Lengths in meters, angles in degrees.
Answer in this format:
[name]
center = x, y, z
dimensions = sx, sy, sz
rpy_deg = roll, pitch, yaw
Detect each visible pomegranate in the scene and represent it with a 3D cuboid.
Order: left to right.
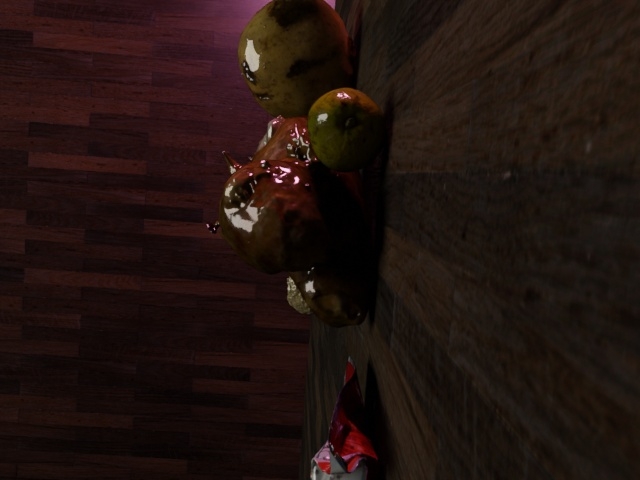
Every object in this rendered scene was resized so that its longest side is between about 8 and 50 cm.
[pomegranate]
center = -0.051, -0.404, 1.513
dimensions = 0.281, 0.281, 0.281
rpy_deg = -176, 90, -88

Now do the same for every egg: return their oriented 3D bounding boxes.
[egg]
center = -0.023, 0.118, 1.598
dimensions = 0.140, 0.116, 0.118
rpy_deg = 90, 155, -66

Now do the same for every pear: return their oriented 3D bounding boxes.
[pear]
center = 0.033, -0.142, 0.881
dimensions = 0.131, 0.107, 0.107
rpy_deg = -30, -55, -85

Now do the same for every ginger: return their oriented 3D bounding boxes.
[ginger]
center = -0.043, -0.075, 0.983
dimensions = 0.176, 0.254, 0.418
rpy_deg = -36, 33, 21

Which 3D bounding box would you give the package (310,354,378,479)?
[package]
center = 0.034, 0.252, 0.773
dimensions = 0.269, 0.071, 0.194
rpy_deg = -9, -75, -79
